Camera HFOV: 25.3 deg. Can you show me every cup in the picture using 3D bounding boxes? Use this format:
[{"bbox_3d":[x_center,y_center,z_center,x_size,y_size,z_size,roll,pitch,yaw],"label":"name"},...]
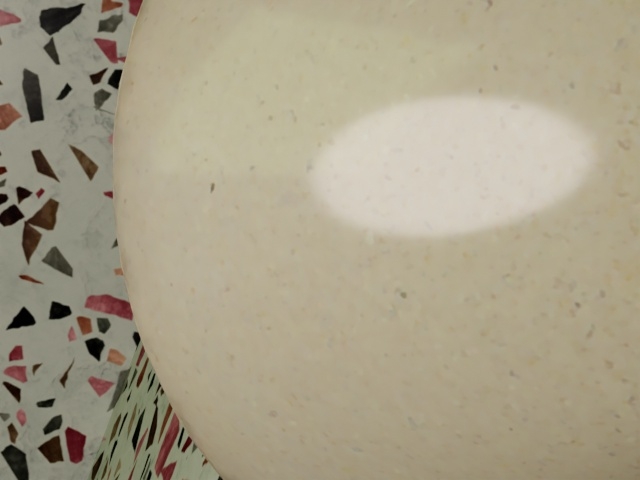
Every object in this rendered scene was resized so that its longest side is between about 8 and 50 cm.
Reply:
[{"bbox_3d":[0.127,-0.027,0.527,0.237,0.331,0.331,-4,65,52],"label":"cup"}]
